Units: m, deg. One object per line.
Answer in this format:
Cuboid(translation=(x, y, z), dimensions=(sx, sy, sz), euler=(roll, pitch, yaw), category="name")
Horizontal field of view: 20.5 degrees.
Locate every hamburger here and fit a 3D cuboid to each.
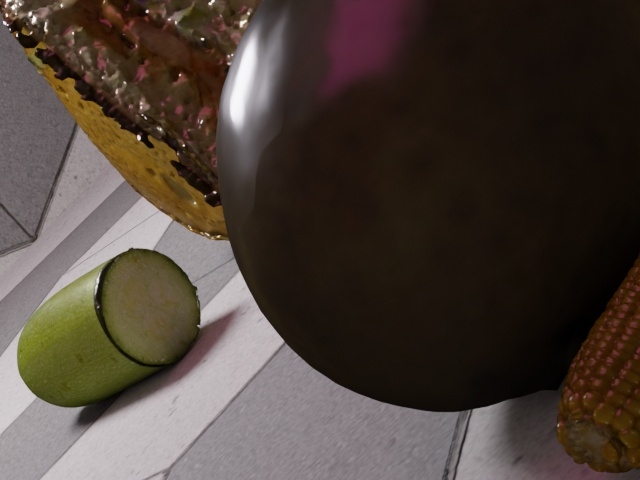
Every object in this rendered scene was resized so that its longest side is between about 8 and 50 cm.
Cuboid(translation=(-0.137, -0.170, 2.060), dimensions=(0.268, 0.445, 0.287), euler=(-47, -17, -17), category="hamburger")

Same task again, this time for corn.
Cuboid(translation=(0.185, 0.037, 0.914), dimensions=(0.207, 0.068, 0.068), euler=(-52, 16, -31), category="corn")

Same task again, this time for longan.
Cuboid(translation=(0.084, -0.055, 1.069), dimensions=(0.319, 0.319, 0.319), euler=(-39, 12, 10), category="longan")

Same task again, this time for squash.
Cuboid(translation=(-0.247, 0.105, 1.905), dimensions=(0.247, 0.132, 0.132), euler=(-28, 17, 46), category="squash")
